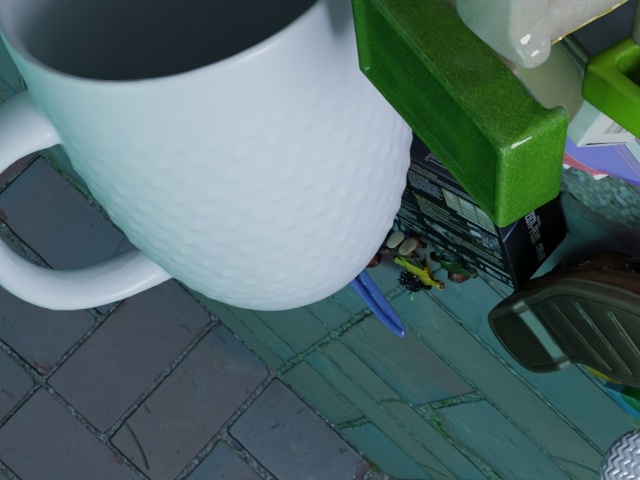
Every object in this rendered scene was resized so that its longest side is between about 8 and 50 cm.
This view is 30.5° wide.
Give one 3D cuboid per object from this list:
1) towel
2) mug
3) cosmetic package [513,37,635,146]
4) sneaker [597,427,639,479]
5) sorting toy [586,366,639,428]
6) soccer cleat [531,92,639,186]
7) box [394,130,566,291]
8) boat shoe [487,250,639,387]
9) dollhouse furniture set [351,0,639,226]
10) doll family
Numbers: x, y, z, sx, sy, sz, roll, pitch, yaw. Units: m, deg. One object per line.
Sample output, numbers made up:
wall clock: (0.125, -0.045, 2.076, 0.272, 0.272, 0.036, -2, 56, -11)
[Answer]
towel: (0.000, 0.000, 1.528, 0.209, 0.034, 0.285, 52, 178, -32)
mug: (-0.104, -0.081, 0.930, 0.276, 0.374, 0.328, 53, 168, 39)
cosmetic package: (0.163, -0.115, 0.767, 0.115, 0.060, 0.041, 58, 135, 29)
sneaker: (0.437, 0.297, 1.127, 0.366, 0.137, 0.210, 24, 167, 14)
sorting toy: (0.341, 0.152, 1.194, 0.208, 0.038, 0.193, 52, 163, -30)
soccer cleat: (0.233, -0.074, 0.781, 0.248, 0.083, 0.095, 27, 154, 54)
box: (0.126, -0.056, 1.094, 0.180, 0.077, 0.147, 32, 161, 36)
boat shoe: (0.252, 0.054, 1.038, 0.110, 0.104, 0.307, 55, 165, -10)
dollhouse furniture set: (0.130, -0.174, 0.592, 0.151, 0.198, 0.301, 55, 169, 27)
doll family: (0.095, 0.010, 1.383, 0.193, 0.076, 0.111, 38, 169, 37)
